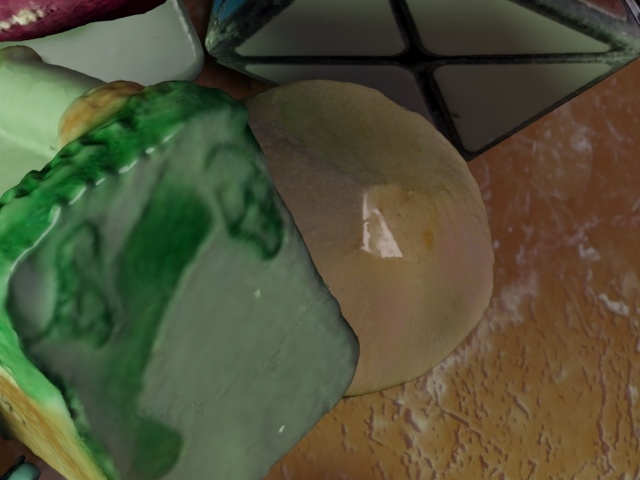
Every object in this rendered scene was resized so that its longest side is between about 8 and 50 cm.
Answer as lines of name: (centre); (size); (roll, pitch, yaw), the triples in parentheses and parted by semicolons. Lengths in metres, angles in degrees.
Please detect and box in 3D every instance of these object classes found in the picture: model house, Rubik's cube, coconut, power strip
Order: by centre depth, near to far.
model house: (-0.176, 0.008, 1.000); (0.194, 0.325, 0.267); (-45, 133, -23)
coconut: (0.000, 0.000, 1.143); (0.259, 0.259, 0.259); (3, 82, -25)
power strip: (-0.205, -0.092, 1.155); (0.265, 0.059, 0.194); (-30, 103, -23)
Rubik's cube: (0.090, -0.242, 1.191); (0.254, 0.260, 0.259); (22, 65, -24)

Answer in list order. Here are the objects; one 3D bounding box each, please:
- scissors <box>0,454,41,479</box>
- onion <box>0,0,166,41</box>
scissors: (-0.298, 0.304, 0.993); (0.032, 0.180, 0.393); (35, 73, 3)
onion: (-0.213, -0.309, 0.972); (0.347, 0.385, 0.348); (-3, 75, 12)
